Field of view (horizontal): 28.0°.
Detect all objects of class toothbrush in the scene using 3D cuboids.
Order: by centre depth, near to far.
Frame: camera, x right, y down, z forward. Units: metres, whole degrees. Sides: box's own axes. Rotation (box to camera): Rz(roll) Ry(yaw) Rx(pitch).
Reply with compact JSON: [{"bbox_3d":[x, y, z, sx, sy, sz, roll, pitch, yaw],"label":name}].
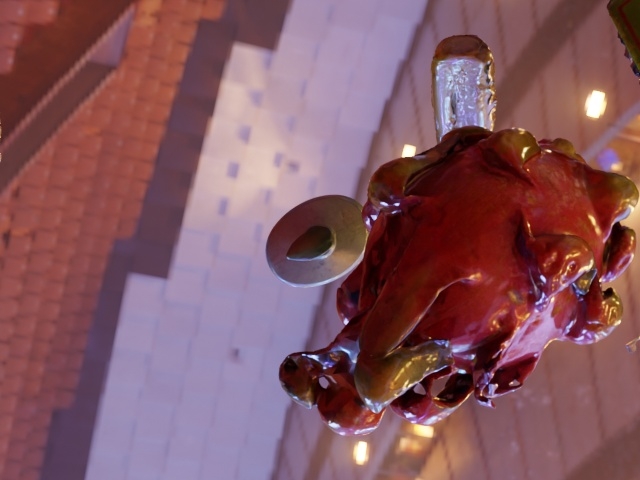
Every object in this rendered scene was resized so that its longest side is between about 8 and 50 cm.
[{"bbox_3d":[0.491,0.146,1.946,0.011,0.167,0.014,-16,-89,31],"label":"toothbrush"}]

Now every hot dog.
[{"bbox_3d":[0.180,-0.162,1.604,0.289,0.083,0.068,78,21,-63],"label":"hot dog"}]

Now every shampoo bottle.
[{"bbox_3d":[0.000,0.000,1.363,0.087,0.118,0.234,62,2,0],"label":"shampoo bottle"}]

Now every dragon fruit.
[{"bbox_3d":[0.126,0.042,1.111,0.227,0.243,0.307,26,-85,56],"label":"dragon fruit"}]

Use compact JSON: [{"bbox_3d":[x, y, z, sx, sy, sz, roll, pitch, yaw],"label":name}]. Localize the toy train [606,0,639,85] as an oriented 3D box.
[{"bbox_3d":[0.450,-0.204,1.320,0.249,0.173,0.307,-38,-140,24],"label":"toy train"}]
